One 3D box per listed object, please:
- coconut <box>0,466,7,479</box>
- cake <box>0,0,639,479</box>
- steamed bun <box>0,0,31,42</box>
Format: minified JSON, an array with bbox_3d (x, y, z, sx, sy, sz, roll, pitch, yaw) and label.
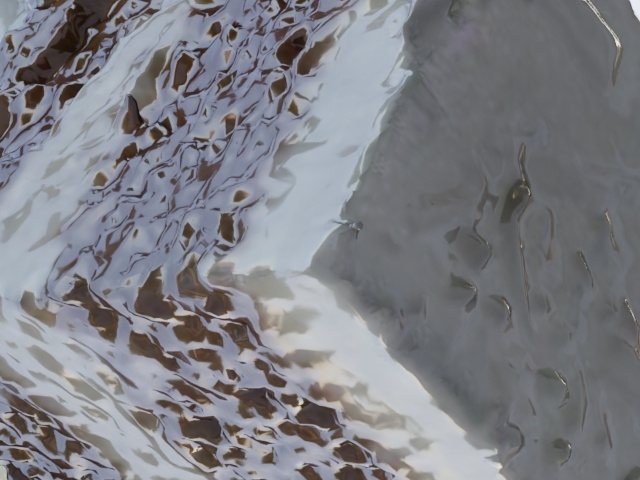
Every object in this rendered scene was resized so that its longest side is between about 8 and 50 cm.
[{"bbox_3d":[-0.058,0.097,0.606,0.266,0.237,0.237,-27,-69,-32],"label":"coconut"},{"bbox_3d":[0.000,0.000,0.427,0.134,0.147,0.135,45,-127,-29],"label":"cake"},{"bbox_3d":[-0.138,-0.032,1.353,0.241,0.374,0.374,-10,-80,-26],"label":"steamed bun"}]
